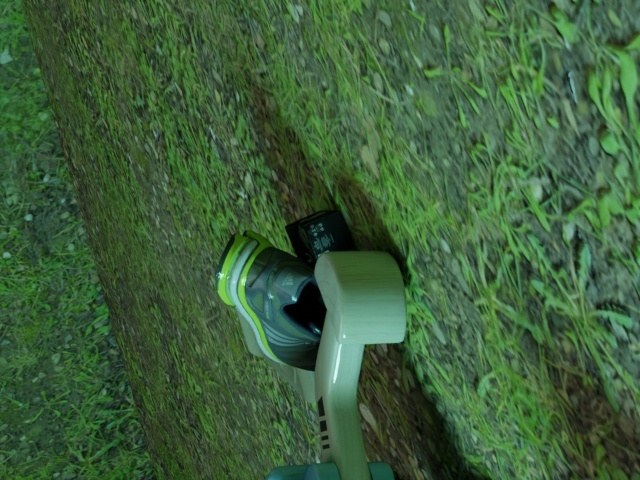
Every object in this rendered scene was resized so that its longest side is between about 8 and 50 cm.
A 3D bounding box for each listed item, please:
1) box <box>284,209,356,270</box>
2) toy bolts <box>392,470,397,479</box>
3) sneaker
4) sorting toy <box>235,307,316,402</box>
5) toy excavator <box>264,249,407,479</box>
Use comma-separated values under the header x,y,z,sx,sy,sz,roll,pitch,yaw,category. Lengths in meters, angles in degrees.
x,y,z,sx,sy,sz,roll,pitch,yaw,category
0.000,0.000,1.981,0.062,0.052,0.083,69,164,-8,box
0.091,0.463,2.149,0.228,0.158,0.218,47,155,49,toy bolts
-0.022,0.097,2.001,0.121,0.111,0.300,24,168,32,sneaker
-0.067,0.124,2.405,0.208,0.038,0.193,31,143,55,sorting toy
0.021,0.288,1.893,0.433,0.222,0.445,115,149,-57,toy excavator
